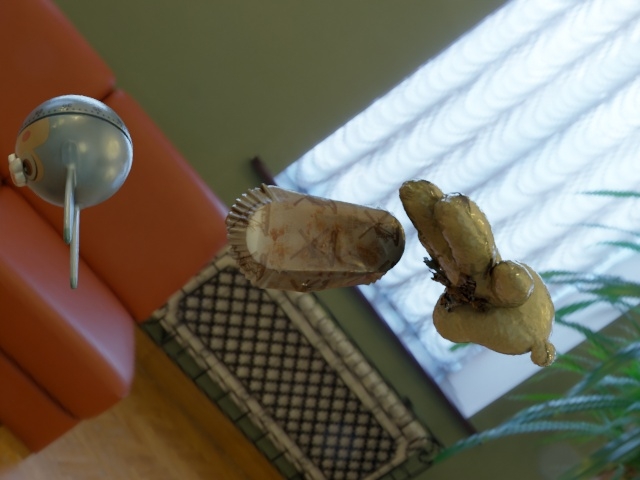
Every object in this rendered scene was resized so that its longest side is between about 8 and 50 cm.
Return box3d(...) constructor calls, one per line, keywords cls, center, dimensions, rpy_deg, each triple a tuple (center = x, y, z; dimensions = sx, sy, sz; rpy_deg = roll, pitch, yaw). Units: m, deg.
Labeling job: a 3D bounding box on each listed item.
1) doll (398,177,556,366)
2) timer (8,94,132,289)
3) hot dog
box3d(cls="doll", center=(0.178, 0.040, 1.130), dimensions=(0.278, 0.149, 0.175), rpy_deg=(53, 19, -33))
box3d(cls="timer", center=(-0.356, -0.084, 1.266), dimensions=(0.175, 0.175, 0.255), rpy_deg=(48, 46, -36))
box3d(cls="hot dog", center=(0.000, 0.000, 1.167), dimensions=(0.253, 0.131, 0.069), rpy_deg=(3, 2, -29))
